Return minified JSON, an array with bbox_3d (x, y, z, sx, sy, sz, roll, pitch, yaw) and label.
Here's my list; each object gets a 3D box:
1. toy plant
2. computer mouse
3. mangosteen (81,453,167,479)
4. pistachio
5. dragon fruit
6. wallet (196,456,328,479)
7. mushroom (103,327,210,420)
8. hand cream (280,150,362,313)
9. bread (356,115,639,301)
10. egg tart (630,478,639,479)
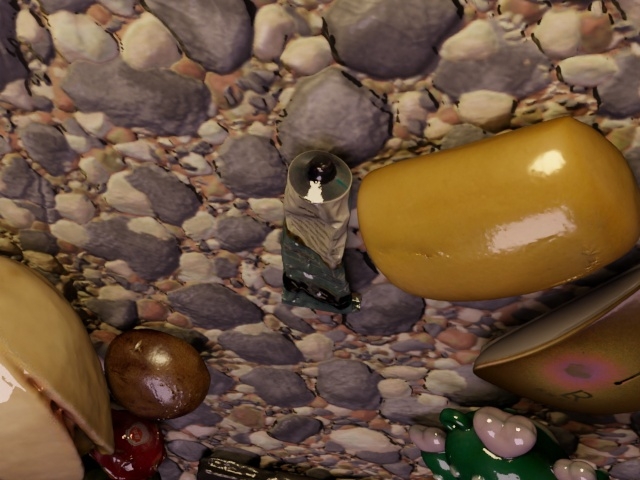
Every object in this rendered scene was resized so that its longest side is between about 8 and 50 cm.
[{"bbox_3d":[0.222,0.262,1.102,0.243,0.112,0.232,31,153,2],"label":"toy plant"},{"bbox_3d":[0.275,0.098,0.893,0.158,0.071,0.310,24,144,-23],"label":"computer mouse"},{"bbox_3d":[-0.309,0.363,1.374,0.173,0.172,0.184,15,142,-6],"label":"mangosteen"},{"bbox_3d":[-0.319,0.147,1.007,0.214,0.193,0.318,20,149,40],"label":"pistachio"},{"bbox_3d":[-0.270,0.246,1.253,0.094,0.094,0.190,-17,126,35],"label":"dragon fruit"},{"bbox_3d":[-0.030,0.375,1.414,0.310,0.042,0.165,12,148,0],"label":"wallet"},{"bbox_3d":[-0.186,0.147,1.096,0.127,0.087,0.127,9,126,13],"label":"mushroom"},{"bbox_3d":[0.001,0.000,0.853,0.075,0.052,0.248,28,156,15],"label":"hand cream"},{"bbox_3d":[0.133,-0.011,0.747,0.217,0.098,0.147,-18,134,34],"label":"bread"},{"bbox_3d":[0.463,0.259,1.055,0.291,0.107,0.290,3,145,2],"label":"egg tart"}]
